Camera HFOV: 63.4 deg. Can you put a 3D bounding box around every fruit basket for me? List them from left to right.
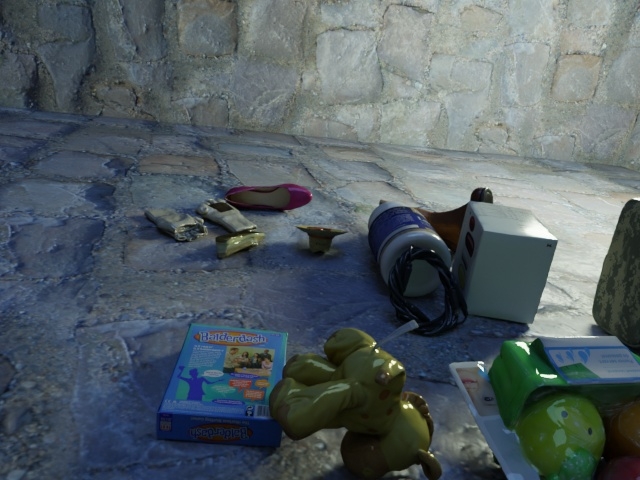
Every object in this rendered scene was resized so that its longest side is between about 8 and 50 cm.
[{"bbox_3d":[0.367,0.263,0.617,0.327,0.165,0.353,3,25,-14],"label":"fruit basket"}]

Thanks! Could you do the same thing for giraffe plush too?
[{"bbox_3d":[0.062,0.215,0.645,0.210,0.170,0.181,-25,13,18],"label":"giraffe plush"}]

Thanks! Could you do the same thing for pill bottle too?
[{"bbox_3d":[0.192,0.007,1.205,0.153,0.153,0.265,5,22,-8],"label":"pill bottle"}]

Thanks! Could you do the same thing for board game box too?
[{"bbox_3d":[-0.130,0.200,0.749,0.160,0.047,0.210,6,23,-4],"label":"board game box"}]

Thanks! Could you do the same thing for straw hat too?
[{"bbox_3d":[0.000,0.000,1.280,0.144,0.061,0.144,7,4,-1],"label":"straw hat"}]

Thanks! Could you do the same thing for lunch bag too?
[{"bbox_3d":[0.731,0.072,1.019,0.256,0.305,0.212,9,9,-2],"label":"lunch bag"}]

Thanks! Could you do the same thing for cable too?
[{"bbox_3d":[0.202,0.096,1.025,0.150,0.047,0.184,-13,72,-17],"label":"cable"}]

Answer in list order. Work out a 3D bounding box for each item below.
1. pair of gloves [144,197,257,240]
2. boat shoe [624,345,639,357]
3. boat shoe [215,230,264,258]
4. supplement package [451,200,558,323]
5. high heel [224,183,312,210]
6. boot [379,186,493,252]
[{"bbox_3d":[-0.313,-0.060,1.347,0.240,0.042,0.204,-10,28,-36],"label":"pair of gloves"},{"bbox_3d":[0.578,0.244,0.852,0.080,0.073,0.223,-12,29,-41],"label":"boat shoe"},{"bbox_3d":[-0.190,0.007,1.233,0.056,0.048,0.153,6,11,29],"label":"boat shoe"},{"bbox_3d":[0.388,0.041,1.131,0.149,0.194,0.203,9,21,3],"label":"supplement package"},{"bbox_3d":[-0.151,-0.126,1.499,0.244,0.082,0.117,7,11,12],"label":"high heel"},{"bbox_3d":[0.292,-0.073,1.344,0.280,0.096,0.264,17,-22,18],"label":"boot"}]
